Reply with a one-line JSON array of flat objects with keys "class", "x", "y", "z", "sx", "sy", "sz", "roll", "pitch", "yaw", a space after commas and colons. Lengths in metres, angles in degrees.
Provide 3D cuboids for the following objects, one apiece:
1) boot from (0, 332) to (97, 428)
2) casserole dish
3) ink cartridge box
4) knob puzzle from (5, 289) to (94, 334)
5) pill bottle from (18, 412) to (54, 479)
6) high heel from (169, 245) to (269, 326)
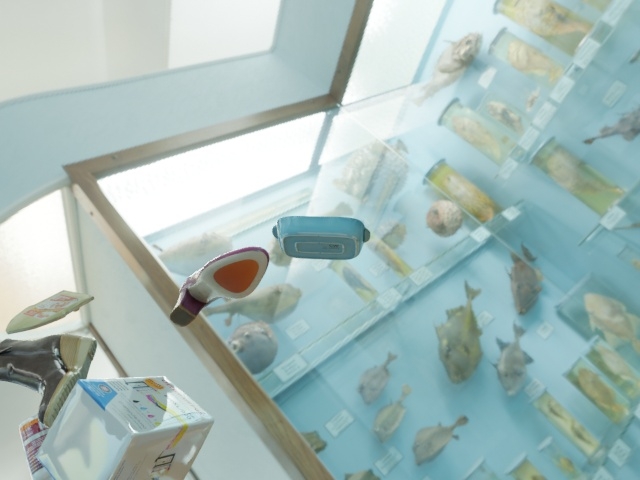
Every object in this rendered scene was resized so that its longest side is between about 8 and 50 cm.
[{"class": "boot", "x": -0.609, "y": 0.295, "z": 1.077, "sx": 0.207, "sy": 0.248, "sz": 0.090, "roll": -1, "pitch": -59, "yaw": -4}, {"class": "casserole dish", "x": 0.000, "y": 0.000, "z": 0.963, "sx": 0.188, "sy": 0.037, "sz": 0.114, "roll": 1, "pitch": -32, "yaw": 4}, {"class": "ink cartridge box", "x": -0.360, "y": 0.377, "z": 0.972, "sx": 0.168, "sy": 0.171, "sz": 0.232, "roll": -61, "pitch": -27, "yaw": 1}, {"class": "knob puzzle", "x": -0.706, "y": 0.193, "z": 1.310, "sx": 0.213, "sy": 0.213, "sz": 0.030, "roll": -28, "pitch": -65, "yaw": -35}, {"class": "pill bottle", "x": -0.735, "y": 0.587, "z": 1.395, "sx": 0.121, "sy": 0.221, "sz": 0.121, "roll": -25, "pitch": -23, "yaw": -12}, {"class": "high heel", "x": -0.251, "y": 0.079, "z": 1.321, "sx": 0.377, "sy": 0.127, "sz": 0.181, "roll": -30, "pitch": 23, "yaw": 31}]
